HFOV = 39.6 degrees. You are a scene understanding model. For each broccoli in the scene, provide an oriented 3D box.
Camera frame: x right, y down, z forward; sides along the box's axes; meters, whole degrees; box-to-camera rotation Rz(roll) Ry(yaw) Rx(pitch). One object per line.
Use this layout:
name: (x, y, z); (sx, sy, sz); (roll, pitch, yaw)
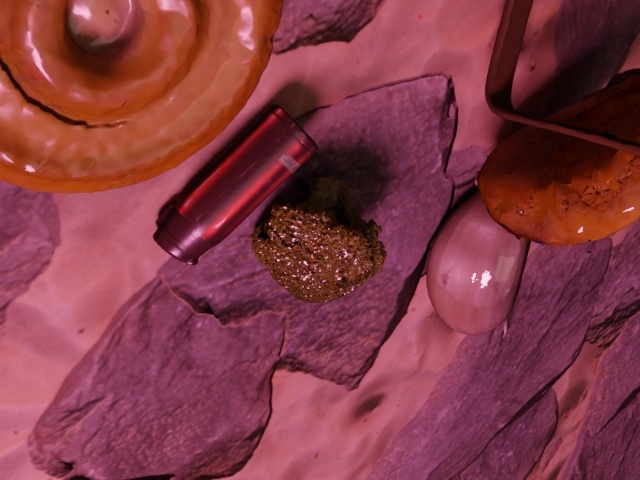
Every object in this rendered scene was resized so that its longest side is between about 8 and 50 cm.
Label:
broccoli: (0.000, 0.000, 0.850); (0.131, 0.130, 0.120); (8, 73, -8)

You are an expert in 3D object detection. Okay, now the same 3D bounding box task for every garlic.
garlic: (0.189, 0.051, 1.031); (0.148, 0.128, 0.267); (-8, 135, -15)

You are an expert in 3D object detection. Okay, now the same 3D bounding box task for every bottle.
bottle: (-0.080, -0.047, 0.798); (0.164, 0.060, 0.060); (-45, 134, 0)

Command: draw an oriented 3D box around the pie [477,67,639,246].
pie: (0.268, -0.093, 0.866); (0.273, 0.273, 0.069); (-39, 111, -5)

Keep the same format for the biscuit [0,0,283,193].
biscuit: (-0.162, -0.166, 0.635); (0.296, 0.102, 0.296); (-16, 129, -22)

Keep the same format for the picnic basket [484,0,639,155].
picnic basket: (0.264, -0.243, 0.756); (0.291, 0.254, 0.321); (5, 104, -32)
